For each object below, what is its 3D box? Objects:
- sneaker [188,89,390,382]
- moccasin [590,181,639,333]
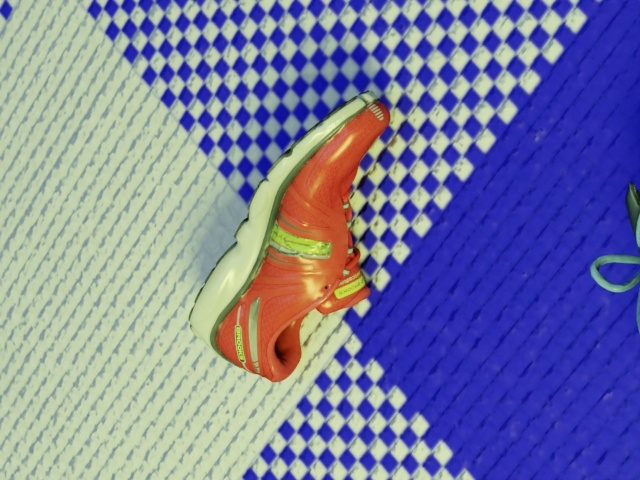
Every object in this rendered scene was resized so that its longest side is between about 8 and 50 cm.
[{"bbox_3d":[0.000,0.000,1.635,0.118,0.107,0.279,36,119,11],"label":"sneaker"},{"bbox_3d":[0.278,-0.020,1.391,0.117,0.138,0.342,11,85,42],"label":"moccasin"}]
